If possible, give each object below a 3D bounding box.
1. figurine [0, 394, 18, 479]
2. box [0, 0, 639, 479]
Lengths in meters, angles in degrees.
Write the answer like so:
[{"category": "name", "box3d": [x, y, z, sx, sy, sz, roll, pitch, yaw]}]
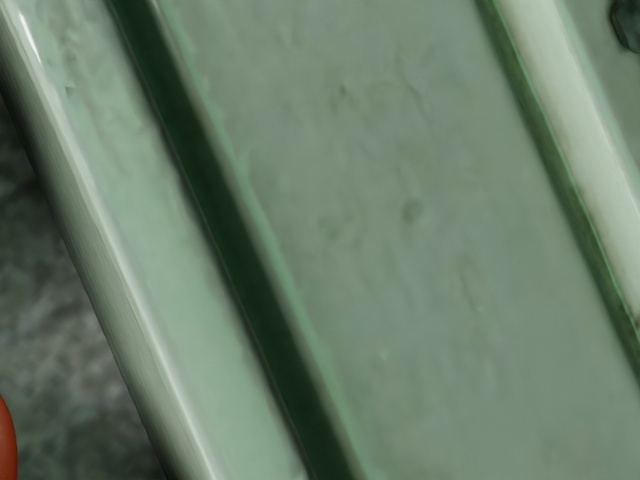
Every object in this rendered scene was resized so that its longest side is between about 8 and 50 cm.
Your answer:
[{"category": "figurine", "box3d": [-0.112, 0.179, 0.405, 0.208, 0.181, 0.257, -45, 95, -1]}, {"category": "box", "box3d": [0.000, 0.000, 0.463, 0.175, 0.182, 0.312, -24, 93, -22]}]
